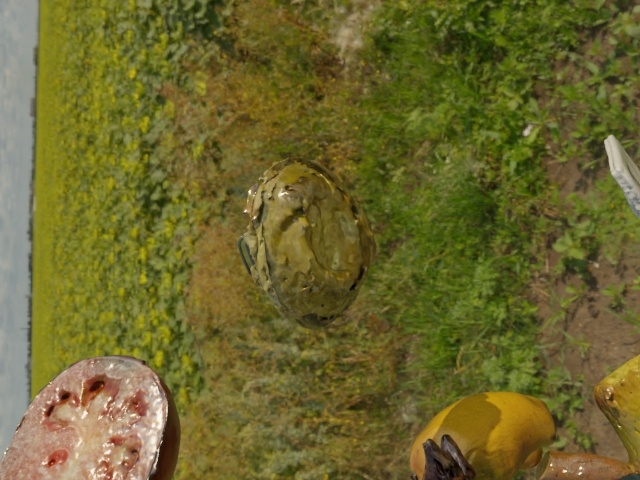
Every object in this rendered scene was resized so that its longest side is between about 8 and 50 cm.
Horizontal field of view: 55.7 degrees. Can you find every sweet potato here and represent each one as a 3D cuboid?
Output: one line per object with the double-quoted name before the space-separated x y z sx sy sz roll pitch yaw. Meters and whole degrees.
"sweet potato" 0.682 0.593 1.558 0.251 0.097 0.097 -6 83 23

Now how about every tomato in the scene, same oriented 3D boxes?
"tomato" -0.242 0.238 0.670 0.224 0.085 0.225 -15 51 20

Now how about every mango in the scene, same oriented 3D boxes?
"mango" 0.326 0.404 1.227 0.187 0.359 0.144 34 131 40

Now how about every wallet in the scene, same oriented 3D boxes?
"wallet" 0.504 -0.097 0.987 0.031 0.183 0.124 -32 103 33

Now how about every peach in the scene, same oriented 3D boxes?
"peach" 0.517 0.533 1.606 0.138 0.138 0.138 -179 90 -64

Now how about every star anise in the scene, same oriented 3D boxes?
"star anise" 0.188 0.382 0.780 0.272 0.102 0.272 -7 -90 -77

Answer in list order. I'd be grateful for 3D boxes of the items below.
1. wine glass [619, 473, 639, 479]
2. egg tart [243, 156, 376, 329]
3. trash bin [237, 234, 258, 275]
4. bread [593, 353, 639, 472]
"wine glass" 0.494 0.451 0.929 0.093 0.092 0.202 46 155 56
"egg tart" 0.000 0.000 0.937 0.094 0.278 0.279 -10 79 36
"trash bin" -0.079 0.006 1.256 0.236 0.176 0.101 171 78 -81
"bread" 0.459 0.233 0.828 0.147 0.260 0.160 -35 69 15
